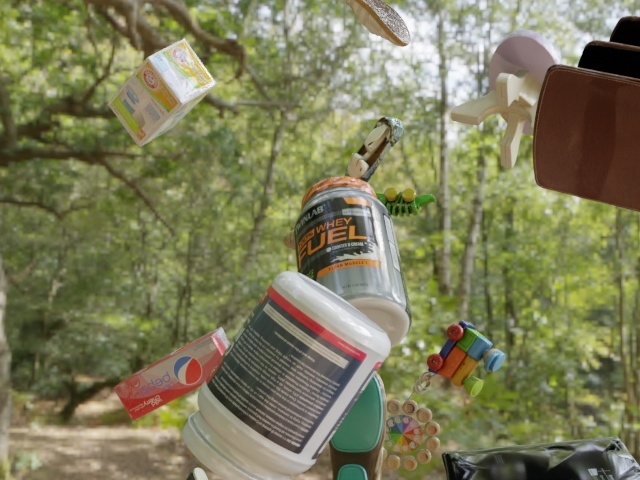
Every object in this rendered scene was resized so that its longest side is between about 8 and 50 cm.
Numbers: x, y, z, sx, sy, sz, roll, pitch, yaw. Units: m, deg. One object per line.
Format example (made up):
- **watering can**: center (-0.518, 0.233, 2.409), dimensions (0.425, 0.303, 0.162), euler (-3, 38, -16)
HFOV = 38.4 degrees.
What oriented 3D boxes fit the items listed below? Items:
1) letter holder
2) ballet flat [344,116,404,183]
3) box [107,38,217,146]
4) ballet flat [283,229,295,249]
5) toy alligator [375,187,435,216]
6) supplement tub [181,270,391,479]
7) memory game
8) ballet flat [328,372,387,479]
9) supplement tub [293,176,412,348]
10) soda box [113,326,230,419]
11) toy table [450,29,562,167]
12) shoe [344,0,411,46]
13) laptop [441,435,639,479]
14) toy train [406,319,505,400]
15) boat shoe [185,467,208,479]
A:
- **letter holder**: center (0.478, -0.214, 1.532), dimensions (0.215, 0.152, 0.301), euler (14, -33, 17)
- **ballet flat**: center (0.098, -0.183, 1.918), dimensions (0.070, 0.188, 0.070), euler (34, 9, -6)
- **box**: center (-0.314, -0.290, 1.813), dimensions (0.103, 0.114, 0.203), euler (-40, 7, -40)
- **ballet flat**: center (0.000, 0.000, 2.231), dimensions (0.206, 0.067, 0.073), euler (-13, -50, 22)
- **toy alligator**: center (0.142, -0.073, 1.891), dimensions (0.190, 0.051, 0.056), euler (3, -33, 22)
- **supplement tub**: center (-0.048, 0.197, 1.267), dimensions (0.191, 0.272, 0.191), euler (34, 2, -1)
- **memory game**: center (0.193, 0.462, 2.176), dimensions (0.186, 0.186, 0.012), euler (1, 12, 7)
- **ballet flat**: center (0.080, 0.418, 1.788), dimensions (0.116, 0.342, 0.124), euler (-2, -9, 15)
- **supplement tub**: center (0.052, 0.043, 1.701), dimensions (0.194, 0.316, 0.193), euler (-5, -42, -4)
- **soda box**: center (-0.315, 0.292, 2.012), dimensions (0.263, 0.092, 0.083), euler (-29, 3, 13)
- **toy table**: center (0.434, -0.307, 2.039), dimensions (0.252, 0.161, 0.274), euler (6, -41, 36)
- **shoe**: center (0.138, -0.559, 2.288), dimensions (0.076, 0.219, 0.058), euler (-43, -1, -39)
- **laptop**: center (0.384, 0.433, 1.183), dimensions (0.408, 0.236, 0.382), euler (-5, 8, 4)
- **toy train**: center (0.331, 0.332, 2.229), dimensions (0.143, 0.248, 0.105), euler (37, 8, 35)
- **boat shoe**: center (-0.260, 0.560, 2.001), dimensions (0.042, 0.133, 0.049), euler (-46, -46, 16)
